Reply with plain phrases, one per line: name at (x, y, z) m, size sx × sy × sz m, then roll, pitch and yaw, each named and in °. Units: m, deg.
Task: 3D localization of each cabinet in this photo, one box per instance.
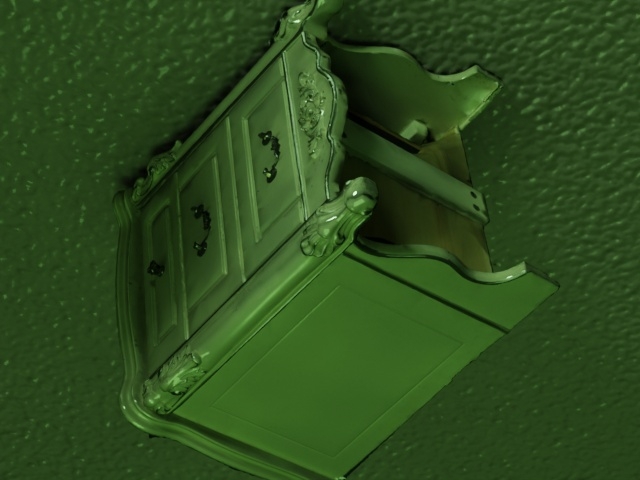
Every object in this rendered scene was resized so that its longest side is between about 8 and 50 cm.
cabinet at (0.000, 0.000, 1.690) m, size 0.227 × 0.290 × 0.318 m, roll 26°, pitch 126°, yaw -28°
